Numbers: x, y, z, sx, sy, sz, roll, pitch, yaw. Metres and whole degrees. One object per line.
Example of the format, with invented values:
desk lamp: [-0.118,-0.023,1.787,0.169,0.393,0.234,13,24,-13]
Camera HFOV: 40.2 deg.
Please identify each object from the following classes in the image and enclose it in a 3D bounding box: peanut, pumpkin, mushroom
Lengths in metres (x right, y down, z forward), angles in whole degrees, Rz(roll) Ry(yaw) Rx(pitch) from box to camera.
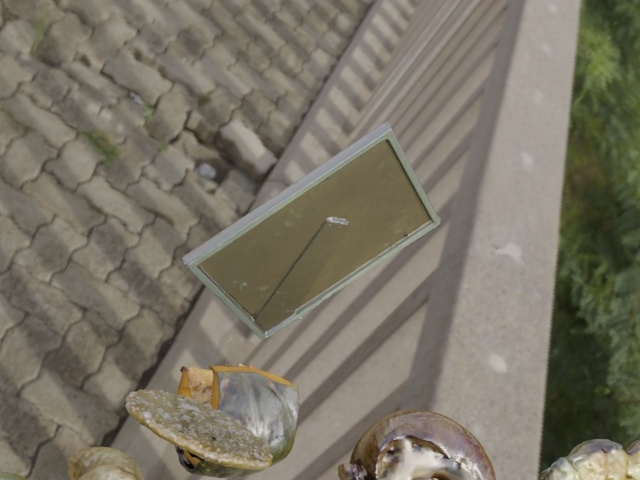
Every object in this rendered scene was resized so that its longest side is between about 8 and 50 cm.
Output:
peanut: [-0.387,0.446,1.581,0.137,0.122,0.253,11,8,-22]
pumpkin: [-0.196,0.403,1.959,0.225,0.303,0.257,5,87,-24]
mushroom: [0.143,0.401,1.429,0.283,0.263,0.195,10,16,-43]

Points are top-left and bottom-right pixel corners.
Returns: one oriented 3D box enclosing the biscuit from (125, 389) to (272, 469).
biscuit: [-0.166,0.257,1.195,0.219,0.033,0.220,25,0,0]

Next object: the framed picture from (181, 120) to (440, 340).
framed picture: [0.000,0.000,1.178,0.024,0.314,0.232,58,2,39]

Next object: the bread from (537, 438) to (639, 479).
bread: [0.249,0.311,0.831,0.174,0.252,0.133,5,36,-31]

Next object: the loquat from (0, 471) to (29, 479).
loquat: [-0.472,0.431,1.291,0.152,0.195,0.152,0,40,0]
